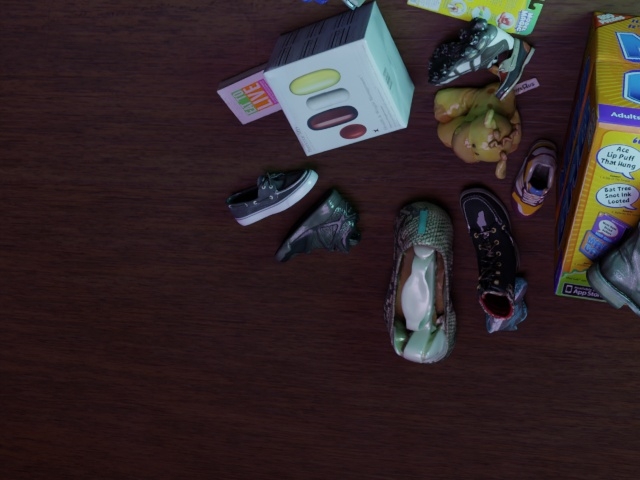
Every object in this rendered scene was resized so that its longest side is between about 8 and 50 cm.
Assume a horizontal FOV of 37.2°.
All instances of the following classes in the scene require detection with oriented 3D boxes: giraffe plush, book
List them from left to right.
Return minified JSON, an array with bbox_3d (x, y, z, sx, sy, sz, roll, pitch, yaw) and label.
[{"bbox_3d":[-0.116,-0.292,1.863,0.144,0.035,0.096,-19,127,26],"label":"book"},{"bbox_3d":[0.303,-0.199,1.735,0.181,0.170,0.210,40,128,-19],"label":"giraffe plush"}]

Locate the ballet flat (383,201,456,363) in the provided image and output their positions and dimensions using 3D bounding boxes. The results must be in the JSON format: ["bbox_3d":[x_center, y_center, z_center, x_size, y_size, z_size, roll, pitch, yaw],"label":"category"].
[{"bbox_3d":[0.210,0.144,2.045,0.164,0.182,0.482,4,131,10],"label":"ballet flat"}]

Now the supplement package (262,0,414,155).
[{"bbox_3d":[0.037,-0.293,1.740,0.203,0.149,0.194,-15,125,24],"label":"supplement package"}]

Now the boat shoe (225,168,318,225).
[{"bbox_3d":[-0.109,-0.105,1.993,0.229,0.080,0.076,-22,123,38],"label":"boat shoe"}]

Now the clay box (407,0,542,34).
[{"bbox_3d":[0.272,-0.438,1.618,0.222,0.053,0.127,15,134,-1],"label":"clay box"}]

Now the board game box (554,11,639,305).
[{"bbox_3d":[0.604,-0.127,1.595,0.357,0.356,0.356,9,131,8],"label":"board game box"}]

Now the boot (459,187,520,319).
[{"bbox_3d":[0.342,0.027,1.912,0.085,0.178,0.236,-14,125,25],"label":"boot"}]

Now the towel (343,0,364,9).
[{"bbox_3d":[0.015,-0.593,1.509,0.370,0.040,0.271,41,104,-18],"label":"towel"}]

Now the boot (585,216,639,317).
[{"bbox_3d":[0.562,0.042,1.450,0.263,0.091,0.229,29,131,-7],"label":"boot"}]

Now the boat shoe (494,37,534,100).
[{"bbox_3d":[0.333,-0.301,1.669,0.043,0.137,0.049,34,152,-5],"label":"boat shoe"}]

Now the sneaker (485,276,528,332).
[{"bbox_3d":[0.424,0.141,2.079,0.076,0.065,0.166,8,137,-14],"label":"sneaker"}]

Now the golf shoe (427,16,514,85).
[{"bbox_3d":[0.263,-0.320,1.689,0.094,0.077,0.198,11,163,-23],"label":"golf shoe"}]

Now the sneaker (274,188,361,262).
[{"bbox_3d":[0.000,0.000,2.041,0.130,0.087,0.227,41,122,-12],"label":"sneaker"}]

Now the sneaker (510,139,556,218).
[{"bbox_3d":[0.411,-0.102,1.848,0.070,0.084,0.185,10,131,6],"label":"sneaker"}]

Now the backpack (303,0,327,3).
[{"bbox_3d":[-0.006,-0.479,1.632,0.101,0.098,0.120,22,119,-16],"label":"backpack"}]
